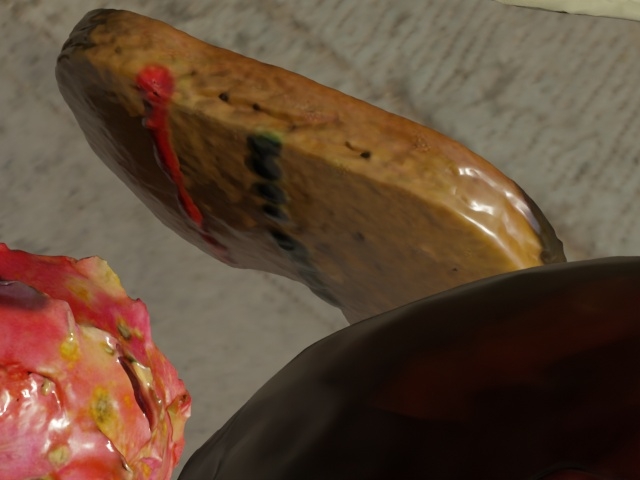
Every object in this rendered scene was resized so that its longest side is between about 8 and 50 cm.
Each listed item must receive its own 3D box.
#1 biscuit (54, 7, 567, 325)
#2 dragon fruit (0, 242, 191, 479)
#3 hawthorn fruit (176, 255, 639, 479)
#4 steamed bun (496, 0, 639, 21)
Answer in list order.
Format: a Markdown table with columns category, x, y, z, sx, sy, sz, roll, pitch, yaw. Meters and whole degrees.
| category | x | y | z | sx | sy | sz | roll | pitch | yaw |
| --- | --- | --- | --- | --- | --- | --- | --- | --- | --- |
| biscuit | -0.001 | 0.002 | 1.000 | 0.277 | 0.262 | 0.052 | 24 | 69 | 15 |
| dragon fruit | -0.174 | 0.102 | 1.070 | 0.205 | 0.268 | 0.210 | -35 | 73 | -5 |
| hawthorn fruit | 0.098 | 0.149 | 0.495 | 0.325 | 0.308 | 0.308 | 3 | 82 | 18 |
| steamed bun | 0.018 | -0.208 | 0.458 | 0.219 | 0.310 | 0.324 | -4 | 84 | 10 |
